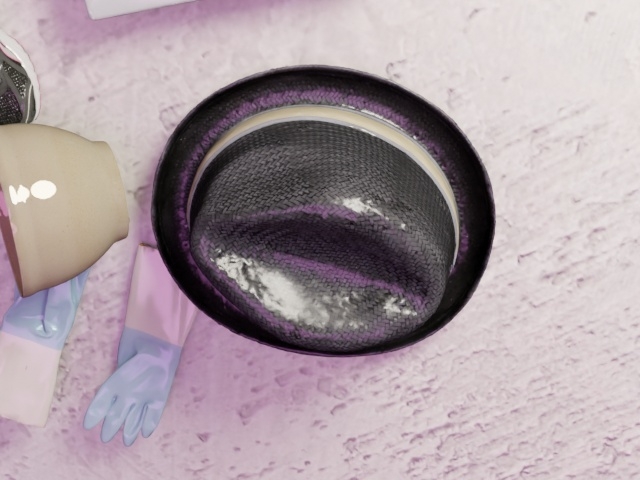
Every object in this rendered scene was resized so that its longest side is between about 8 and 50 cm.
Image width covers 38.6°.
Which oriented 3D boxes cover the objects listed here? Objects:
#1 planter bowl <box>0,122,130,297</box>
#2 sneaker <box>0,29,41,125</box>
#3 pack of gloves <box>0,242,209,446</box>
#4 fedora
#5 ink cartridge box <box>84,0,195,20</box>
[{"bbox_3d":[-0.244,-0.037,0.857,0.109,0.162,0.162,-14,114,-23],"label":"planter bowl"},{"bbox_3d":[-0.326,-0.178,0.835,0.072,0.077,0.178,-21,110,14],"label":"sneaker"},{"bbox_3d":[-0.241,0.098,0.972,0.195,0.046,0.232,20,102,-5],"label":"pack of gloves"},{"bbox_3d":[0.000,0.000,0.838,0.334,0.152,0.333,1,111,1],"label":"fedora"},{"bbox_3d":[-0.090,-0.330,0.764,0.275,0.060,0.238,-9,113,8],"label":"ink cartridge box"}]
